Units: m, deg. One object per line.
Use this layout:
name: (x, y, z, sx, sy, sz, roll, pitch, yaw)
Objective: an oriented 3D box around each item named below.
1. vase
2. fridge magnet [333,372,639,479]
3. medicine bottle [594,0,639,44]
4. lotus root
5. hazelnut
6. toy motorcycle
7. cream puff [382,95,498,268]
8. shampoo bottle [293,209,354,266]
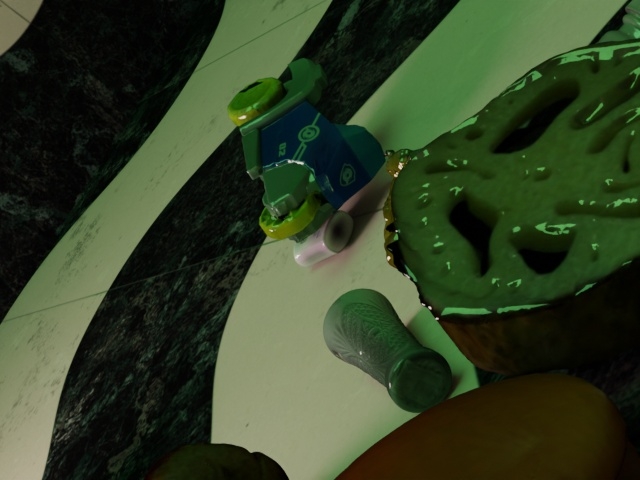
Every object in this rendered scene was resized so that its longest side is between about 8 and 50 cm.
vase: (0.080, 0.131, 1.796, 0.096, 0.096, 0.219, -53, 23, 1)
fridge magnet: (0.110, 0.250, 1.345, 0.363, 0.155, 0.363, -31, 12, 8)
medicine bottle: (0.349, -0.191, 1.712, 0.168, 0.105, 0.105, -51, 20, 5)
lotus root: (0.236, -0.042, 1.532, 0.375, 0.111, 0.390, 8, 55, 39)
hazelnut: (-0.126, 0.341, 1.788, 0.208, 0.208, 0.208, -44, 22, 23)
toy motorcycle: (-0.007, -0.123, 2.263, 0.200, 0.191, 0.326, -29, 29, 10)
cream puff: (0.169, -0.065, 1.789, 0.282, 0.185, 0.282, -44, 25, 27)
shampoo bottle: (0.000, 0.000, 2.249, 0.099, 0.043, 0.072, -26, 29, 51)
